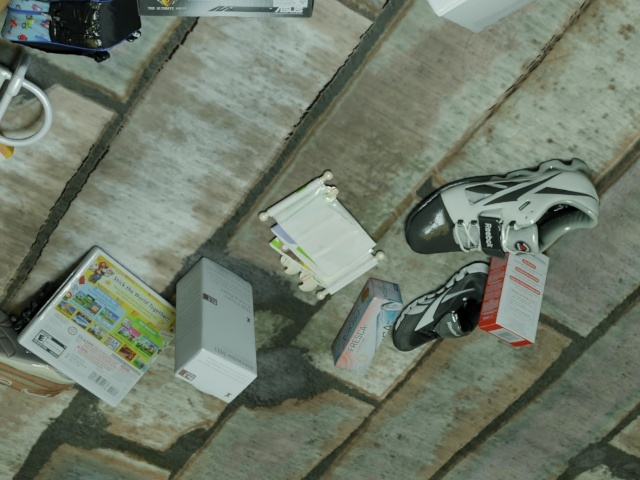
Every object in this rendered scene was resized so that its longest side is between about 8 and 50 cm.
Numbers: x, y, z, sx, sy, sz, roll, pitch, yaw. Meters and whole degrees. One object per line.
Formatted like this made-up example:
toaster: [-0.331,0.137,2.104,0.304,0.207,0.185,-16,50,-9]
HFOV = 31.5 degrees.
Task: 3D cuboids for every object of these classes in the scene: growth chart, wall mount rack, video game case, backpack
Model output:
growth chart: [0.000,0.000,1.947,0.172,0.021,0.237,-27,127,14]
wall mount rack: [-0.578,-0.176,1.631,0.350,0.130,0.304,25,112,-19]
video game case: [-0.372,0.152,1.959,0.206,0.026,0.227,-50,122,-4]
backpack: [-0.348,-0.321,1.557,0.173,0.158,0.116,6,115,11]

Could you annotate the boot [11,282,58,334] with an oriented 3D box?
boot: [-0.462,0.143,1.954,0.121,0.045,0.099,43,75,-27]

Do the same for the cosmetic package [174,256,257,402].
cosmetic package: [-0.177,0.147,1.905,0.117,0.231,0.085,31,118,-29]

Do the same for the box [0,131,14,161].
box: [-0.555,-0.136,1.758,0.136,0.028,0.081,-28,127,12]

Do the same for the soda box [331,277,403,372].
soda box: [0.083,0.157,2.060,0.063,0.058,0.183,14,126,-18]

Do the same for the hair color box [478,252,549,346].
hair color box: [0.337,0.090,1.971,0.093,0.167,0.053,28,154,-26]

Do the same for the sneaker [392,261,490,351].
sneaker: [0.222,0.140,2.034,0.234,0.106,0.078,-40,122,22]

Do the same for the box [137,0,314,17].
box: [-0.130,-0.368,1.530,0.231,0.183,0.056,0,130,-7]

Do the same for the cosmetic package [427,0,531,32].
cosmetic package: [0.188,-0.385,1.420,0.155,0.365,0.197,-29,90,15]

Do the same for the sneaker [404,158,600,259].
sneaker: [0.303,-0.031,1.887,0.331,0.146,0.122,-19,130,9]

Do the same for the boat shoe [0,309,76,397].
boat shoe: [-0.567,0.196,1.966,0.324,0.123,0.116,28,122,-25]

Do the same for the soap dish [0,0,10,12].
soap dish: [-0.538,-0.373,1.441,0.291,0.118,0.229,39,95,-16]
